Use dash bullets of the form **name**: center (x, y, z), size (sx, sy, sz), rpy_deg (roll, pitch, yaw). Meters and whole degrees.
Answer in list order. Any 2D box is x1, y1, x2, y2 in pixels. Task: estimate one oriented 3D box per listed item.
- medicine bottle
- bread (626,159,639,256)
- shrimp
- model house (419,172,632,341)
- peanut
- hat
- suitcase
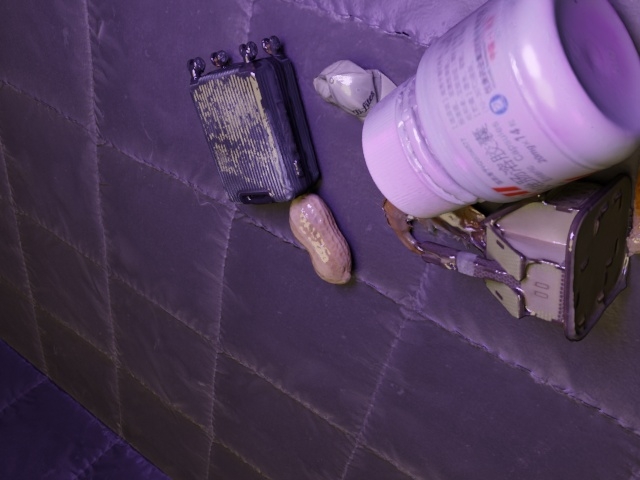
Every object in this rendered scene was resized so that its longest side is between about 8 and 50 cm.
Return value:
- **medicine bottle**: center (0.236, -0.175, 0.737), size (0.324, 0.256, 0.256), rpy_deg (-24, 100, 50)
- **bread**: center (0.514, -0.041, 0.747), size (0.135, 0.054, 0.155), rpy_deg (7, 111, 22)
- **shrimp**: center (0.219, -0.017, 0.985), size (0.253, 0.058, 0.173), rpy_deg (39, 139, 13)
- **model house**: center (0.314, -0.003, 0.847), size (0.278, 0.218, 0.205), rpy_deg (16, 125, 44)
- **peanut**: center (0.000, 0.000, 1.127), size (0.098, 0.090, 0.214), rpy_deg (-25, 99, 30)
- **hat**: center (0.062, -0.252, 0.949), size (0.166, 0.081, 0.122), rpy_deg (44, 136, -6)
- **suitcase**: center (-0.129, -0.226, 1.061), size (0.202, 0.128, 0.312), rpy_deg (0, 116, 36)
